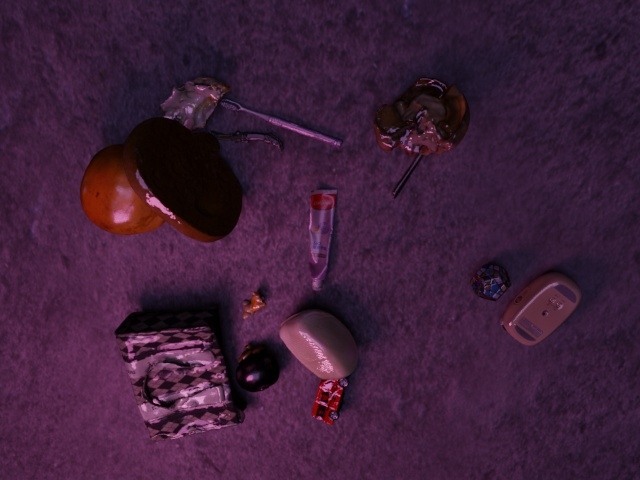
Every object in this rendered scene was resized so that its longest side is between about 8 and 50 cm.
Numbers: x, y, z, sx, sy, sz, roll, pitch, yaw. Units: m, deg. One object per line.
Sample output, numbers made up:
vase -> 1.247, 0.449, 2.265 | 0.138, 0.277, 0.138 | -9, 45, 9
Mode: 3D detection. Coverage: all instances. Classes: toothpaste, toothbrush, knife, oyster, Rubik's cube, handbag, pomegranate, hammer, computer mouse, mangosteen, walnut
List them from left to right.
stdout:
pomegranate -> -0.509, -0.143, 1.440 | 0.265, 0.264, 0.264 | 1, 106, 5
handbag -> -0.412, 0.411, 1.638 | 0.317, 0.180, 0.415 | -6, 112, 4
oyster -> -0.352, -0.381, 1.459 | 0.133, 0.072, 0.209 | 37, 126, -12
knife -> -0.211, -0.290, 1.490 | 0.222, 0.021, 0.045 | 10, 109, 2
mangosteen -> -0.201, 0.390, 1.640 | 0.137, 0.137, 0.151 | -31, 67, 13
toothbrush -> -0.109, -0.323, 1.466 | 0.354, 0.029, 0.024 | 20, 120, -1
toothpaste -> 0.000, 0.000, 1.542 | 0.075, 0.048, 0.300 | 5, 104, 8
hammer -> 0.245, -0.196, 1.476 | 0.065, 0.021, 0.178 | 30, 109, -3
walnut -> 0.263, -0.308, 1.377 | 0.238, 0.141, 0.203 | 4, 70, 13
Rubik's cube -> 0.482, 0.119, 1.504 | 0.093, 0.111, 0.111 | 45, 107, 18
computer mouse -> 0.629, 0.193, 1.517 | 0.145, 0.082, 0.236 | 35, 108, -6

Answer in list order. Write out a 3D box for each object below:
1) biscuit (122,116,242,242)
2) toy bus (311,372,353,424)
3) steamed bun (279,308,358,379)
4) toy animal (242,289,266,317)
biscuit -> -0.350, -0.170, 1.403 | 0.063, 0.314, 0.367 | -20, 133, 32
toy bus -> 0.039, 0.470, 1.657 | 0.089, 0.081, 0.195 | 18, 108, 10
steamed bun -> 0.004, 0.291, 1.571 | 0.238, 0.152, 0.170 | 50, 143, -8
toy animal -> -0.210, 0.193, 1.611 | 0.083, 0.060, 0.081 | -29, 141, 12
